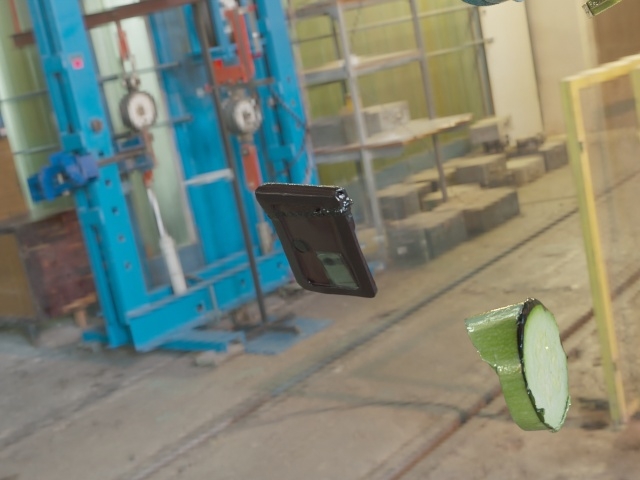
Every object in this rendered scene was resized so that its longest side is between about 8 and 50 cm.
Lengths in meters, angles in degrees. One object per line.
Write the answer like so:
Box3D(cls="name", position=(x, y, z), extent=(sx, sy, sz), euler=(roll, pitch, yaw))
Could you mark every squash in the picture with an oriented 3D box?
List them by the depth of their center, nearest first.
Box3D(cls="squash", position=(0.317, 0.209, 1.562), extent=(0.133, 0.220, 0.220), euler=(-18, 8, 24))

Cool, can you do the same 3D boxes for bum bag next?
Box3D(cls="bum bag", position=(0.000, 0.000, 1.056), extent=(0.109, 0.159, 0.026), euler=(6, 47, 30))

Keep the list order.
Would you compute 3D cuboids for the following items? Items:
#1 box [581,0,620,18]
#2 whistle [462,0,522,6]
Box3D(cls="box", position=(0.380, -0.315, 1.230), extent=(0.090, 0.023, 0.133), euler=(-31, 3, 17))
Box3D(cls="whistle", position=(0.273, -0.447, 1.441), extent=(0.142, 0.134, 0.346), euler=(-54, 10, 38))
